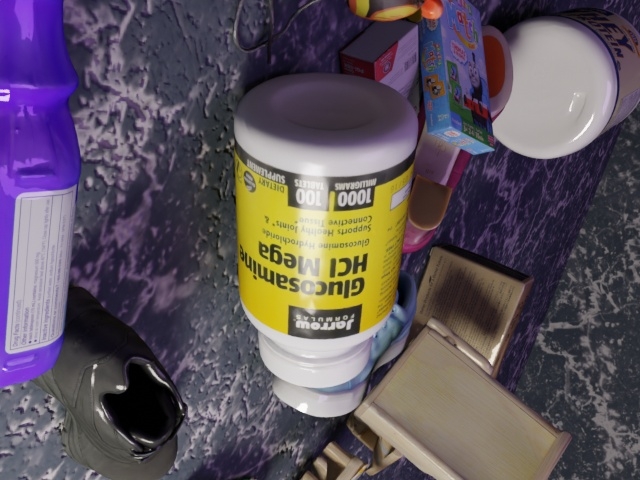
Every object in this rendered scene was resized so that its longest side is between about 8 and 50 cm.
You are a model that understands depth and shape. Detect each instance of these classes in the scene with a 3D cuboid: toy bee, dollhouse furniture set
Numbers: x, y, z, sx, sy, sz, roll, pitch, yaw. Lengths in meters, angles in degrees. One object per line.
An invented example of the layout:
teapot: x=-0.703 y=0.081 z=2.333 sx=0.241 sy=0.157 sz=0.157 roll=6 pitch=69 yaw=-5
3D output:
toy bee: x=0.072 y=-0.279 z=0.721 sx=0.298 sy=0.162 sz=0.195 roll=-64 pitch=154 yaw=-2
dollhouse furniture set: x=0.177 y=0.331 z=1.138 sx=0.362 sy=0.256 sz=0.394 roll=-46 pitch=168 yaw=-24

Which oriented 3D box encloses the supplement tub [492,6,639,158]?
supplement tub: x=0.449 y=-0.294 z=1.270 sx=0.324 sy=0.235 sz=0.236 roll=-29 pitch=136 yaw=-48

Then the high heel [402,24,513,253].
high heel: x=0.185 y=-0.159 z=1.116 sx=0.377 sy=0.127 sz=0.181 roll=-62 pitch=-176 yaw=-17

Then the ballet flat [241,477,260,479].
ballet flat: x=-0.128 y=0.395 z=1.007 sx=0.091 sy=0.077 sz=0.241 roll=-65 pitch=153 yaw=-1

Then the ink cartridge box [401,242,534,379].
ink cartridge box: x=0.284 y=0.147 z=1.384 sx=0.088 sy=0.193 sz=0.235 roll=-12 pitch=123 yaw=-59

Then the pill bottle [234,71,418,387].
pill bottle: x=0.000 y=0.000 z=0.791 sx=0.188 sy=0.187 sz=0.334 roll=-37 pitch=141 yaw=-41

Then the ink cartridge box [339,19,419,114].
ink cartridge box: x=0.079 y=-0.201 z=0.903 sx=0.099 sy=0.056 sz=0.135 roll=-46 pitch=146 yaw=-30

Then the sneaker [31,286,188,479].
sneaker: x=-0.185 y=0.172 z=0.678 sx=0.109 sy=0.130 sz=0.286 roll=-50 pitch=150 yaw=-29

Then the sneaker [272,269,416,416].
sneaker: x=0.046 y=0.126 z=1.044 sx=0.366 sy=0.135 sz=0.150 roll=-30 pitch=137 yaw=-63

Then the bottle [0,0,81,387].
bottle: x=-0.215 y=-0.045 z=0.466 sx=0.092 sy=0.118 sz=0.283 roll=-10 pitch=120 yaw=-46

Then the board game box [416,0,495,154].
board game box: x=0.184 y=-0.236 z=0.960 sx=0.160 sy=0.039 sz=0.212 roll=7 pitch=75 yaw=-56
